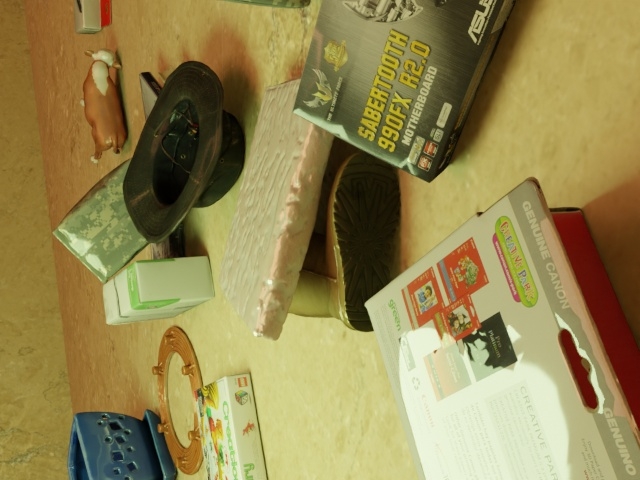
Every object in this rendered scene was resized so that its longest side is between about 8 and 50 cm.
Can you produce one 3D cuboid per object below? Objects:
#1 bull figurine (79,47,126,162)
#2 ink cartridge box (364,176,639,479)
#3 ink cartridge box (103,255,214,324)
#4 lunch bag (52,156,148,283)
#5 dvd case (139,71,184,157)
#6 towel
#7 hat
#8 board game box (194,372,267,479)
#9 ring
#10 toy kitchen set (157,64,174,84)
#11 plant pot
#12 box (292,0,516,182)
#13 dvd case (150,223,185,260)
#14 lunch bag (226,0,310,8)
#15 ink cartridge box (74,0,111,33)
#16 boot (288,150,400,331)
[{"bbox_3d":[-0.590,-0.364,2.152,0.188,0.101,0.310,136,128,-60],"label":"bull figurine"},{"bbox_3d":[0.193,0.138,0.683,0.272,0.130,0.309,-46,53,53],"label":"ink cartridge box"},{"bbox_3d":[-0.339,0.105,1.641,0.219,0.160,0.092,-26,71,54],"label":"ink cartridge box"},{"bbox_3d":[-0.415,-0.055,1.675,0.169,0.235,0.287,47,176,-13],"label":"lunch bag"},{"bbox_3d":[-0.342,-0.242,1.731,0.238,0.030,0.179,-129,32,-49],"label":"dvd case"},{"bbox_3d":[-0.062,-0.058,1.102,0.317,0.054,0.331,-152,76,-73],"label":"towel"},{"bbox_3d":[-0.224,-0.147,1.441,0.331,0.134,0.331,-17,67,46],"label":"hat"},{"bbox_3d":[-0.162,0.412,1.474,0.193,0.053,0.305,-35,62,58],"label":"board game box"},{"bbox_3d":[-0.330,0.365,1.814,0.337,0.032,0.336,10,101,62],"label":"ring"},{"bbox_3d":[-0.276,-0.313,1.630,0.083,0.068,0.075,54,172,32],"label":"toy kitchen set"},{"bbox_3d":[-0.482,0.558,1.932,0.236,0.212,0.235,60,143,40],"label":"plant pot"},{"bbox_3d":[0.083,-0.201,0.833,0.183,0.056,0.231,30,126,15],"label":"box"},{"bbox_3d":[-0.353,0.047,1.835,0.221,0.018,0.164,-4,90,63],"label":"dvd case"},{"bbox_3d":[-0.114,-0.492,1.105,0.305,0.213,0.256,53,138,45],"label":"lunch bag"},{"bbox_3d":[-0.657,-0.742,2.279,0.239,0.060,0.275,15,106,62],"label":"ink cartridge box"},{"bbox_3d":[0.000,0.000,1.084,0.269,0.089,0.236,-171,85,-66],"label":"boot"}]
